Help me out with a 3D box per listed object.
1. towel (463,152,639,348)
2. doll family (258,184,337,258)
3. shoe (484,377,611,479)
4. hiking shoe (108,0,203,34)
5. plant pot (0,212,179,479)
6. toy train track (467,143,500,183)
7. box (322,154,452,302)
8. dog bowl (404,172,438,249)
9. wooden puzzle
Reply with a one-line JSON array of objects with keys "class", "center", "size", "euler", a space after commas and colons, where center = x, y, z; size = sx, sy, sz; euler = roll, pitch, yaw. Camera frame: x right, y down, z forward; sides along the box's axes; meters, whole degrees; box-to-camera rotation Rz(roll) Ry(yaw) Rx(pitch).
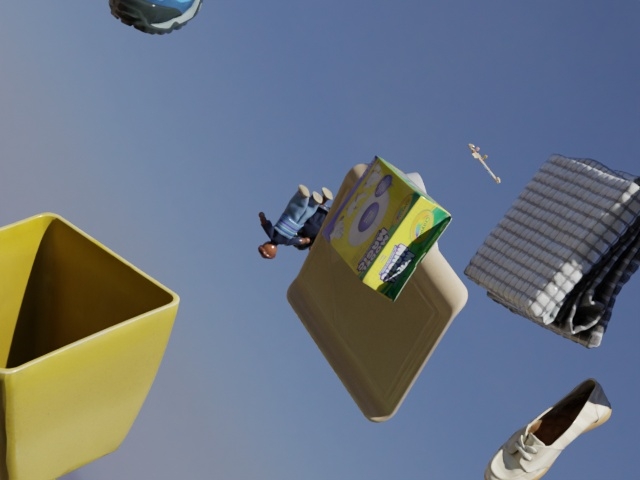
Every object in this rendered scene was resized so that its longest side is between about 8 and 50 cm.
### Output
[{"class": "towel", "center": [0.342, 0.010, 2.159], "size": [0.121, 0.235, 0.284], "euler": [40, -3, -20]}, {"class": "doll family", "center": [0.000, 0.000, 2.113], "size": [0.193, 0.111, 0.076], "euler": [33, 25, -16]}, {"class": "shoe", "center": [0.314, 0.270, 2.220], "size": [0.076, 0.219, 0.058], "euler": [40, -23, 41]}, {"class": "hiking shoe", "center": [-0.167, -0.372, 1.963], "size": [0.113, 0.304, 0.132], "euler": [25, -45, 9]}, {"class": "plant pot", "center": [-0.288, 0.122, 1.563], "size": [0.212, 0.212, 0.187], "euler": [31, -52, 34]}, {"class": "toy train track", "center": [0.280, -0.132, 2.685], "size": [0.083, 0.014, 0.048], "euler": [54, 16, 8]}, {"class": "box", "center": [0.066, -0.011, 1.574], "size": [0.043, 0.105, 0.179], "euler": [32, 7, -24]}, {"class": "dog bowl", "center": [0.132, 0.024, 2.656], "size": [0.265, 0.104, 0.265], "euler": [171, -90, -88]}, {"class": "wooden puzzle", "center": [0.065, 0.062, 1.856], "size": [0.221, 0.044, 0.238], "euler": [55, -43, 26]}]
